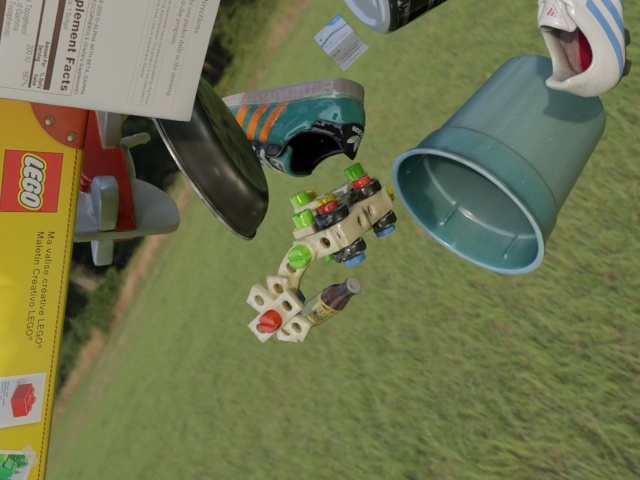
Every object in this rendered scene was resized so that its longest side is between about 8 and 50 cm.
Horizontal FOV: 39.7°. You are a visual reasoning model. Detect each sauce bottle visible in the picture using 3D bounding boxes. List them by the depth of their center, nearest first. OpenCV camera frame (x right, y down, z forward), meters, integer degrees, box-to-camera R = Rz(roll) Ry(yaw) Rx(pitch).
[{"bbox_3d":[0.015,0.088,1.293,0.128,0.042,0.042,-41,22,51],"label":"sauce bottle"}]

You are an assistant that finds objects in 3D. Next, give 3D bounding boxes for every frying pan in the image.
[{"bbox_3d":[-0.093,-0.088,0.928,0.053,0.197,0.326,-30,-9,10],"label":"frying pan"}]

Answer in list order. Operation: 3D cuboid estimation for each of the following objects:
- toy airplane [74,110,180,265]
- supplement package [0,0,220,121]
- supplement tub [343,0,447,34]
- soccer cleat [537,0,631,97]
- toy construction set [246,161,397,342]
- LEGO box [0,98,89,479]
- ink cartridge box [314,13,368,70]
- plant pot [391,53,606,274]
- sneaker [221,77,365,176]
[{"bbox_3d":[-0.295,-0.165,1.241,0.272,0.385,0.386,-27,25,-29],"label":"toy airplane"},{"bbox_3d":[-0.142,-0.241,0.550,0.204,0.145,0.262,55,132,48],"label":"supplement package"},{"bbox_3d":[0.178,-0.466,1.340,0.316,0.194,0.193,-32,5,-11],"label":"supplement tub"},{"bbox_3d":[0.377,-0.374,1.291,0.116,0.143,0.332,5,103,58],"label":"soccer cleat"},{"bbox_3d":[0.000,0.000,1.310,0.215,0.151,0.328,-21,26,37],"label":"toy construction set"},{"bbox_3d":[-0.423,0.061,0.866,0.372,0.193,0.501,21,105,44],"label":"LEGO box"},{"bbox_3d":[0.028,-0.268,1.197,0.048,0.028,0.083,-43,36,10],"label":"ink cartridge box"},{"bbox_3d":[0.375,-0.169,1.761,0.334,0.341,0.341,-51,6,-20],"label":"plant pot"},{"bbox_3d":[-0.074,-0.151,1.325,0.302,0.108,0.121,-10,67,29],"label":"sneaker"}]
